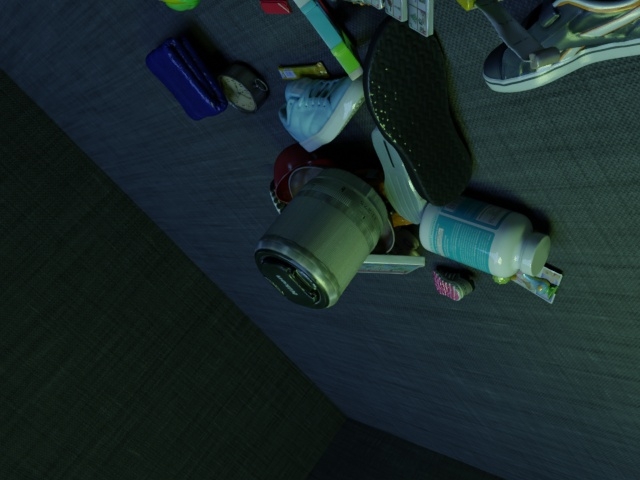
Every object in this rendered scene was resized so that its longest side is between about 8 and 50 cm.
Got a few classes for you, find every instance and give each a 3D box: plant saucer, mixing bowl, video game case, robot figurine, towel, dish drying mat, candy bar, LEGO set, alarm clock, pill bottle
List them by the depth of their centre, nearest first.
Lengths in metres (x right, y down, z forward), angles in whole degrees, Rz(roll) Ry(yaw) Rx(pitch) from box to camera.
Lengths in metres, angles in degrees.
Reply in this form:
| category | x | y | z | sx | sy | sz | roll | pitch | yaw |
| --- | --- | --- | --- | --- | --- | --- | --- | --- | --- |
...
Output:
| category | x | y | z | sx | sy | sz | roll | pitch | yaw |
| --- | --- | --- | --- | --- | --- | --- | --- | --- | --- |
| LEGO set | 0.121 | -0.448 | 1.016 | 0.182 | 0.060 | 0.244 | 48 | 156 | 44 |
| dish drying mat | -0.096 | -0.494 | 1.467 | 0.083 | 0.008 | 0.032 | 17 | 151 | 42 |
| pill bottle | 0.360 | -0.008 | 1.520 | 0.264 | 0.146 | 0.146 | 23 | 154 | 35 |
| candy bar | -0.043 | -0.386 | 1.584 | 0.161 | 0.018 | 0.040 | 13 | 146 | 48 |
| plant saucer | 0.060 | -0.084 | 1.730 | 0.310 | 0.050 | 0.310 | 30 | 155 | 15 |
| alarm clock | -0.186 | -0.385 | 1.746 | 0.129 | 0.064 | 0.192 | 51 | 158 | -27 |
| robot figurine | 0.123 | -0.102 | 1.777 | 0.211 | 0.085 | 0.291 | 50 | 153 | -24 |
| mixing bowl | -0.052 | -0.192 | 1.819 | 0.181 | 0.181 | 0.098 | 90 | 156 | -63 |
| towel | -0.353 | -0.430 | 1.845 | 0.228 | 0.076 | 0.308 | 50 | 167 | -20 |
| video game case | 0.156 | 0.065 | 1.868 | 0.204 | 0.025 | 0.285 | 2 | 172 | -2 |

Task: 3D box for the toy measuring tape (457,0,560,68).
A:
| category | x | y | z | sx | sy | sz | roll | pitch | yaw |
| --- | --- | --- | --- | --- | --- | --- | --- | --- | --- |
| toy measuring tape | 0.229 | -0.377 | 0.952 | 0.121 | 0.121 | 0.330 | 77 | 168 | -57 |

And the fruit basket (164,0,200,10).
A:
| category | x | y | z | sx | sy | sz | roll | pitch | yaw |
| --- | --- | --- | --- | --- | --- | --- | --- | --- | --- |
| fruit basket | -0.316 | -0.581 | 1.346 | 0.392 | 0.283 | 0.392 | 22 | 137 | 23 |

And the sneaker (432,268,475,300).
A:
| category | x | y | z | sx | sy | sz | roll | pitch | yaw |
| --- | --- | --- | --- | --- | --- | --- | --- | --- | --- |
| sneaker | 0.361 | 0.112 | 1.869 | 0.170 | 0.074 | 0.063 | -142 | 35 | -70 |

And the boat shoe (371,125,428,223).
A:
| category | x | y | z | sx | sy | sz | roll | pitch | yaw |
| --- | --- | --- | --- | --- | --- | --- | --- | --- | --- |
| boat shoe | 0.198 | -0.159 | 1.540 | 0.109 | 0.094 | 0.302 | 27 | 154 | 35 |

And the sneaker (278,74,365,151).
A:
| category | x | y | z | sx | sy | sz | roll | pitch | yaw |
| --- | --- | --- | --- | --- | --- | --- | --- | --- | --- |
| sneaker | -0.011 | -0.302 | 1.540 | 0.150 | 0.135 | 0.366 | 38 | 158 | -11 |

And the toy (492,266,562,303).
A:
| category | x | y | z | sx | sy | sz | roll | pitch | yaw |
| --- | --- | --- | --- | --- | --- | --- | --- | --- | --- |
| toy | 0.450 | 0.073 | 1.660 | 0.237 | 0.056 | 0.137 | 29 | 155 | 23 |

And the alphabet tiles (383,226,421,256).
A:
| category | x | y | z | sx | sy | sz | roll | pitch | yaw |
| --- | --- | --- | --- | --- | --- | --- | --- | --- | --- |
| alphabet tiles | 0.166 | -0.009 | 1.992 | 0.278 | 0.021 | 0.284 | 43 | 157 | -12 |

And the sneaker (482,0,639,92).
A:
| category | x | y | z | sx | sy | sz | roll | pitch | yaw |
| --- | --- | --- | --- | --- | --- | --- | --- | --- | --- |
| sneaker | 0.351 | -0.312 | 0.975 | 0.321 | 0.126 | 0.127 | -9 | 134 | 48 |

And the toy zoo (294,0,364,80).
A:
| category | x | y | z | sx | sy | sz | roll | pitch | yaw |
| --- | --- | --- | --- | --- | --- | --- | --- | --- | --- |
| toy zoo | -0.021 | -0.440 | 1.272 | 0.293 | 0.030 | 0.192 | 50 | -164 | -22 |

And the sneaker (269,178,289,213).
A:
| category | x | y | z | sx | sy | sz | roll | pitch | yaw |
| --- | --- | --- | --- | --- | --- | --- | --- | --- | --- |
| sneaker | -0.036 | -0.053 | 2.068 | 0.330 | 0.130 | 0.147 | 49 | 164 | -3 |

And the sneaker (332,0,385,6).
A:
| category | x | y | z | sx | sy | sz | roll | pitch | yaw |
| --- | --- | --- | --- | --- | --- | --- | --- | --- | --- |
| sneaker | 0.091 | -0.438 | 1.191 | 0.215 | 0.084 | 0.083 | 8 | 148 | 50 |

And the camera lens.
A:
| category | x | y | z | sx | sy | sz | roll | pitch | yaw |
| --- | --- | --- | --- | --- | --- | --- | --- | --- | --- |
| camera lens | 0.000 | 0.000 | 1.571 | 0.219 | 0.274 | 0.219 | 29 | 153 | 16 |

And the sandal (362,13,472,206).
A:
| category | x | y | z | sx | sy | sz | roll | pitch | yaw |
| --- | --- | --- | --- | --- | --- | --- | --- | --- | --- |
| sandal | 0.173 | -0.241 | 1.355 | 0.107 | 0.167 | 0.446 | 42 | 166 | 45 |
